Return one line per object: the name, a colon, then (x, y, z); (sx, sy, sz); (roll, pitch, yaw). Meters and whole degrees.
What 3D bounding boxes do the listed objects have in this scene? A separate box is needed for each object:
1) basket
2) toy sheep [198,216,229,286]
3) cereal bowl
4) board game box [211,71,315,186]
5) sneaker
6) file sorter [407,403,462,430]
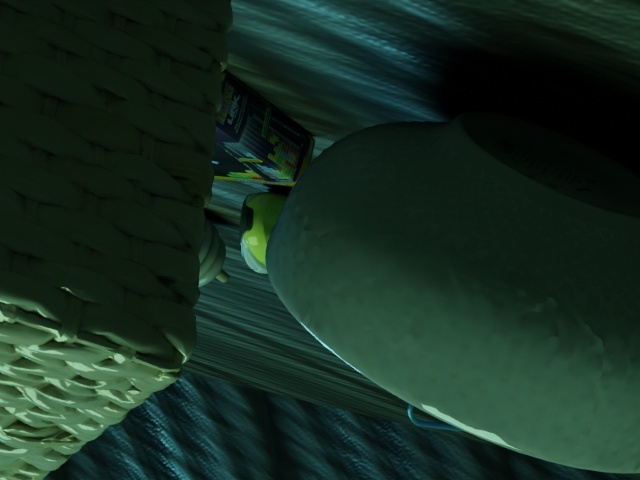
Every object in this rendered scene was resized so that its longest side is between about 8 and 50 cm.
basket: (-0.255, -0.056, 0.883); (0.331, 0.328, 0.266); (22, 144, -26)
toy sheep: (-0.148, 0.009, 1.673); (0.132, 0.091, 0.091); (31, 160, -35)
cereal bowl: (0.140, 0.009, 1.053); (0.339, 0.141, 0.339); (20, -159, -8)
board game box: (-0.112, -0.094, 1.267); (0.170, 0.048, 0.141); (6, 166, 34)
sneaker: (0.000, 0.000, 1.501); (0.094, 0.081, 0.208); (-3, 166, 35)
file sorter: (0.095, 0.063, 1.217); (0.118, 0.104, 0.170); (10, -156, -30)
